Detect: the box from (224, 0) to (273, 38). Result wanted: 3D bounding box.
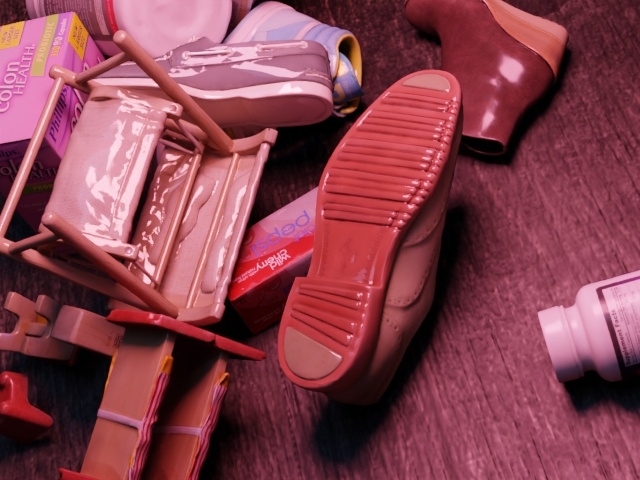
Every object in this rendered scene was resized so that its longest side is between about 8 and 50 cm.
[{"bbox_3d":[-0.076,-0.405,1.724,0.056,0.231,0.183,29,67,2],"label":"box"}]

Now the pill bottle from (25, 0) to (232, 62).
[{"bbox_3d":[-0.281,-0.333,1.699,0.319,0.176,0.176,14,61,49],"label":"pill bottle"}]

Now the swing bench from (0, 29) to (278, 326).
[{"bbox_3d":[-0.214,-0.059,1.435,0.165,0.255,0.253,-13,53,47],"label":"swing bench"}]

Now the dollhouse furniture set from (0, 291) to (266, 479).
[{"bbox_3d":[-0.253,0.187,1.435,0.374,0.152,0.201,2,72,51],"label":"dollhouse furniture set"}]

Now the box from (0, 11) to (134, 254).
[{"bbox_3d":[-0.340,-0.137,1.626,0.117,0.243,0.213,-8,53,17],"label":"box"}]

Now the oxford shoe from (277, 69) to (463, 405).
[{"bbox_3d":[0.076,-0.003,1.395,0.141,0.146,0.396,16,77,37],"label":"oxford shoe"}]

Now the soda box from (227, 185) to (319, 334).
[{"bbox_3d":[0.000,0.000,1.497,0.263,0.083,0.092,-31,50,-1],"label":"soda box"}]

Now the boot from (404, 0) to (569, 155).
[{"bbox_3d":[0.177,-0.226,1.582,0.248,0.090,0.207,22,65,28],"label":"boot"}]

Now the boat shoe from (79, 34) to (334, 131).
[{"bbox_3d":[-0.141,-0.204,1.545,0.320,0.116,0.099,1,67,5],"label":"boat shoe"}]

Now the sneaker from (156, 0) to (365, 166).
[{"bbox_3d":[-0.065,-0.182,1.626,0.208,0.127,0.319,20,66,33],"label":"sneaker"}]

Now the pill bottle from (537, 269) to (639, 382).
[{"bbox_3d":[0.334,0.087,1.289,0.194,0.108,0.108,-17,52,10],"label":"pill bottle"}]
